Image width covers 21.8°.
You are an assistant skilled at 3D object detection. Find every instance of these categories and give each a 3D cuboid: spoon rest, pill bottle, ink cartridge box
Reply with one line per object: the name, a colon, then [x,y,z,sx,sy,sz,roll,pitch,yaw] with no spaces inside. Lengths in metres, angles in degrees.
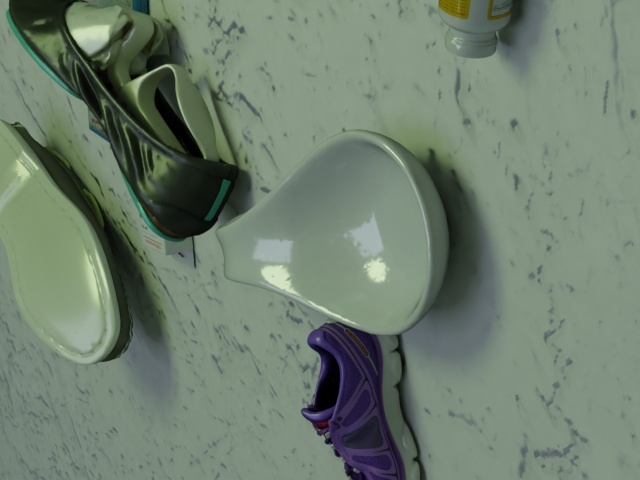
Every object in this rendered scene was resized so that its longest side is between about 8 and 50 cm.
spoon rest: [0.000,0.000,1.148,0.276,0.084,0.137,-8,95,63]
pill bottle: [0.091,-0.149,0.956,0.043,0.043,0.083,42,136,46]
ink cartridge box: [-0.135,-0.017,1.443,0.048,0.028,0.083,21,121,57]

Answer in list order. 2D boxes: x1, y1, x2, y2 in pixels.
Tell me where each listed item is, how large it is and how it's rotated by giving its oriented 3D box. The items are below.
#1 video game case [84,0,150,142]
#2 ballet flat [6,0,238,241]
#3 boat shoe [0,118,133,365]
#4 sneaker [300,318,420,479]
video game case: [-0.182,-0.162,1.478,0.119,0.015,0.166,32,129,52]
ballet flat: [-0.153,-0.127,1.368,0.096,0.095,0.280,-46,69,24]
boat shoe: [-0.251,0.001,1.600,0.109,0.091,0.305,-45,57,15]
sneaker: [0.021,0.135,1.182,0.068,0.071,0.170,4,106,61]
